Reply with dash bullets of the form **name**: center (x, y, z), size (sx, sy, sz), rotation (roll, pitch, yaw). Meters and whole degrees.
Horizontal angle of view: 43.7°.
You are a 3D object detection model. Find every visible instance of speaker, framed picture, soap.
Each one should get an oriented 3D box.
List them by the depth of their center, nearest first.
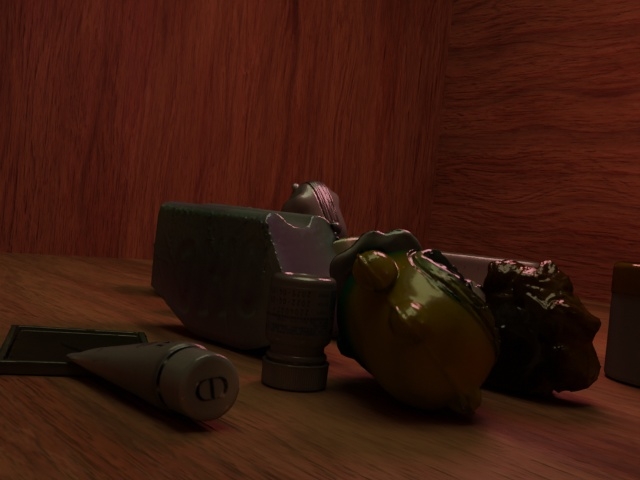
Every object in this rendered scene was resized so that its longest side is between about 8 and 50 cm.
- **framed picture**: center (-0.382, 0.172, 1.269), size (0.231, 0.024, 0.315), rotation (5, 1, -17)
- **soap**: center (-0.139, 0.068, 1.525), size (0.156, 0.262, 0.446), rotation (4, 3, -45)
- **speaker**: center (0.479, 0.138, 2.460), size (0.405, 0.184, 0.183), rotation (6, 2, 10)

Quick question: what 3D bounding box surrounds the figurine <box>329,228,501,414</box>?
- **figurine**: center (0.131, 0.122, 1.195), size (0.231, 0.324, 0.340), rotation (-36, 17, 2)

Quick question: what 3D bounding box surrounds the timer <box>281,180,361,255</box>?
- **timer**: center (0.000, 0.000, 2.045), size (0.290, 0.316, 0.291), rotation (-15, -11, -3)

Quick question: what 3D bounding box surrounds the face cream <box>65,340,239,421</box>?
- **face cream**: center (-0.214, 0.169, 1.043), size (0.143, 0.089, 0.314), rotation (-1, 0, -36)

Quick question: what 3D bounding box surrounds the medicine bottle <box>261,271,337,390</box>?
- **medicine bottle**: center (-0.032, 0.135, 1.209), size (0.104, 0.168, 0.105), rotation (6, 2, 0)

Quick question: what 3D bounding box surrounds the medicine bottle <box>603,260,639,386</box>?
- **medicine bottle**: center (0.685, 0.165, 1.552), size (0.237, 0.232, 0.238), rotation (5, 2, 0)

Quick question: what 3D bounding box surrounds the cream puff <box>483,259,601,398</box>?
- **cream puff**: center (0.344, 0.154, 1.336), size (0.269, 0.241, 0.154), rotation (40, 25, 26)

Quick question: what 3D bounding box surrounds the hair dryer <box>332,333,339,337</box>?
- **hair dryer**: center (0.119, 0.110, 1.707), size (0.092, 0.267, 0.229), rotation (50, -16, -27)
